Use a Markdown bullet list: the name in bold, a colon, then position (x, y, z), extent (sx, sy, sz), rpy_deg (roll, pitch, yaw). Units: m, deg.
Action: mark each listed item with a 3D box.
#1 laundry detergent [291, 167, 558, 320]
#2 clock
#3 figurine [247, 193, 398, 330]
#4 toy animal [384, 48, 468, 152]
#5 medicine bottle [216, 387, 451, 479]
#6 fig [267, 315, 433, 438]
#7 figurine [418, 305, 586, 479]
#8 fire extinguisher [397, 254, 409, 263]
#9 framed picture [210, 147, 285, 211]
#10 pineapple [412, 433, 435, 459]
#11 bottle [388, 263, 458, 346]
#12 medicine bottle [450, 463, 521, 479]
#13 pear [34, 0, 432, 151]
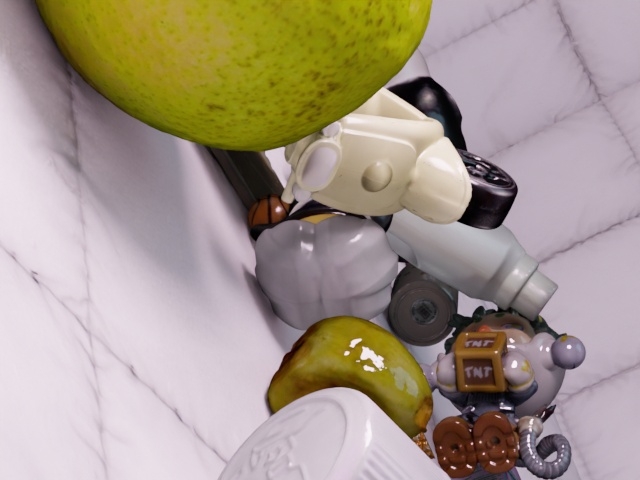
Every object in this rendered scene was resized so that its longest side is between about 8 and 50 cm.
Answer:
- **laundry detergent**: position (0.156, -0.022, 1.955), extent (0.398, 0.124, 0.264), rpy_deg (36, 11, 9)
- **clock**: position (0.012, -0.126, 1.494), extent (0.276, 0.120, 0.379), rpy_deg (-2, 31, -48)
- **figurine**: position (0.000, 0.000, 1.534), extent (0.236, 0.176, 0.133), rpy_deg (-85, 164, -57)
- **toy animal**: position (0.125, -0.239, 2.498), extent (0.251, 0.251, 0.310), rpy_deg (38, 34, -65)
- **medicine bottle**: position (0.083, 0.302, 1.079), extent (0.395, 0.242, 0.242), rpy_deg (42, 19, -23)
- **fig**: position (0.032, 0.147, 1.351), extent (0.154, 0.166, 0.144), rpy_deg (-1, 99, -47)
- **figurine**: position (0.242, 0.200, 1.950), extent (0.382, 0.261, 0.186), rpy_deg (-45, 135, -67)
- **fire extinguisher**: position (0.070, -0.069, 2.188), extent (0.267, 0.089, 0.072), rpy_deg (60, 41, -16)
- **framed picture**: position (-0.102, -0.118, 1.695), extent (0.281, 0.019, 0.209), rpy_deg (60, 11, -17)
- **pineapple**: position (0.137, 0.271, 1.883), extent (0.045, 0.019, 0.083), rpy_deg (-69, 134, -79)
- **bottle**: position (0.169, 0.088, 2.215), extent (0.110, 0.110, 0.233), rpy_deg (61, 12, -9)
- **medicine bottle**: position (0.241, 0.363, 1.947), extent (0.119, 0.094, 0.188), rpy_deg (58, 12, -35)
- **pear**: position (-0.091, -0.272, 1.223), extent (0.391, 0.391, 0.391), rpy_deg (59, 12, -20)
